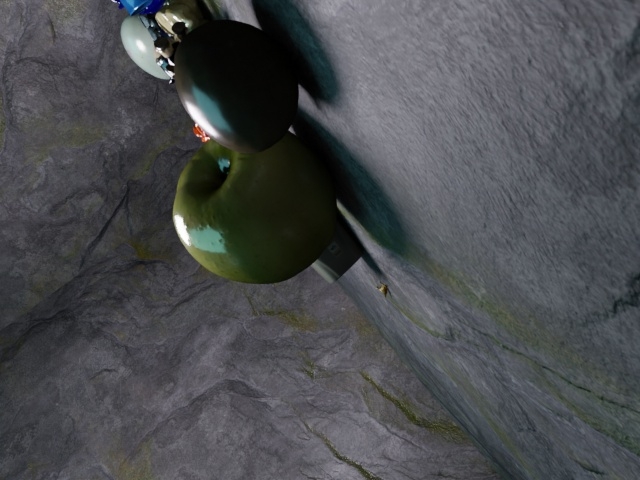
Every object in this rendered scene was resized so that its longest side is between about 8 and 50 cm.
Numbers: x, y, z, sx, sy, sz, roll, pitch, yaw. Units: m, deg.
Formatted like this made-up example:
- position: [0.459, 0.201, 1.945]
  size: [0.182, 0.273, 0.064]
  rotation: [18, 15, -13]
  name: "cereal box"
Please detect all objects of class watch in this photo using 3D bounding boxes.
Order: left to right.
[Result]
- position: [-0.618, -0.851, 1.888]
  size: [0.171, 0.196, 0.200]
  rotation: [45, -175, -22]
  name: "watch"

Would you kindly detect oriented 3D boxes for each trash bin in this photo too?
- position: [0.000, 0.000, 1.950]
  size: [0.250, 0.220, 0.219]
  rotation: [48, 177, -14]
  name: "trash bin"

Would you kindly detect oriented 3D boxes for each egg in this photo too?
- position: [-0.790, -0.916, 2.639]
  size: [0.230, 0.230, 0.371]
  rotation: [49, 178, 34]
  name: "egg"

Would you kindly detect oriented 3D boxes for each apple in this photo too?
- position: [-0.168, -0.094, 1.568]
  size: [0.474, 0.473, 0.473]
  rotation: [52, 174, 8]
  name: "apple"

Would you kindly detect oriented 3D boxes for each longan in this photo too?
- position: [-0.169, -0.325, 1.186]
  size: [0.300, 0.243, 0.300]
  rotation: [52, -161, -26]
  name: "longan"

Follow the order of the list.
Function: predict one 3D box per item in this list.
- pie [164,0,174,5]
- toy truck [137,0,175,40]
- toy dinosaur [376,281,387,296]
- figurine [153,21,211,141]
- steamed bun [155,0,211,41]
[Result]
- position: [-0.441, -0.703, 1.948]
  size: [0.303, 0.066, 0.302]
  rotation: [51, 173, 9]
  name: "pie"
- position: [-0.605, -0.824, 2.203]
  size: [0.162, 0.136, 0.305]
  rotation: [57, 176, 49]
  name: "toy truck"
- position: [0.228, 0.181, 2.034]
  size: [0.041, 0.026, 0.113]
  rotation: [32, 158, 19]
  name: "toy dinosaur"
- position: [-0.332, -0.448, 1.643]
  size: [0.306, 0.241, 0.412]
  rotation: [6, 149, 47]
  name: "figurine"
- position: [-0.385, -0.649, 1.660]
  size: [0.177, 0.106, 0.192]
  rotation: [41, 167, -26]
  name: "steamed bun"
